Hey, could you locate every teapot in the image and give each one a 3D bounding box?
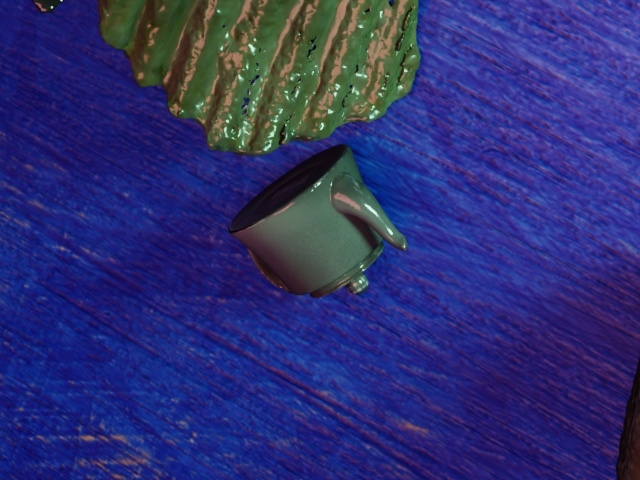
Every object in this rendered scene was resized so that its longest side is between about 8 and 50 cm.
[{"bbox_3d":[0.000,0.000,1.843,0.239,0.162,0.149,-22,110,50],"label":"teapot"}]

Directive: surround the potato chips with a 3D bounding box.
[{"bbox_3d":[-0.057,-0.278,1.706,0.373,0.097,0.389,-4,120,-5],"label":"potato chips"}]

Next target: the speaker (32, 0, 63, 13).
[{"bbox_3d":[-0.154,-0.409,1.753,0.388,0.184,0.180,-34,91,25],"label":"speaker"}]

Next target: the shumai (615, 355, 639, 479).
[{"bbox_3d":[0.457,0.172,1.659,0.289,0.292,0.329,15,88,9],"label":"shumai"}]
